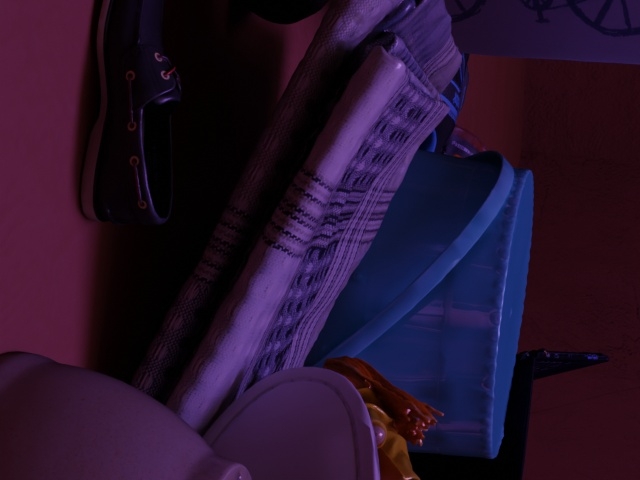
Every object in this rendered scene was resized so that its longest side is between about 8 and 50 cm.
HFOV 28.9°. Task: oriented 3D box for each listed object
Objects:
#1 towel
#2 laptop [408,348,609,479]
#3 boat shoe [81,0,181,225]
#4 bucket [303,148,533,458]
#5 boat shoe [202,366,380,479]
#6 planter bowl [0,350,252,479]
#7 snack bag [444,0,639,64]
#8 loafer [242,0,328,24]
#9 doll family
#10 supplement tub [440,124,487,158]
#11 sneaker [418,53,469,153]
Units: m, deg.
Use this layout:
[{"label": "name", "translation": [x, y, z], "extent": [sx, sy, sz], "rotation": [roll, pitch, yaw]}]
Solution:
[{"label": "towel", "translation": [0.000, 0.000, 0.753], "extent": [0.324, 0.056, 0.312], "rotation": [-63, 168, 4]}, {"label": "laptop", "translation": [0.136, 0.196, 1.198], "extent": [0.264, 0.234, 0.136], "rotation": [9, 66, -54]}, {"label": "boat shoe", "translation": [-0.086, -0.073, 0.599], "extent": [0.049, 0.042, 0.133], "rotation": [3, 92, -75]}, {"label": "bucket", "translation": [0.071, 0.047, 1.029], "extent": [0.281, 0.183, 0.281], "rotation": [7, 90, -77]}, {"label": "boat shoe", "translation": [-0.027, 0.220, 0.598], "extent": [0.099, 0.116, 0.319], "rotation": [58, 36, -56]}, {"label": "planter bowl", "translation": [-0.091, 0.135, 0.525], "extent": [0.162, 0.109, 0.162], "rotation": [7, 90, -78]}, {"label": "snack bag", "translation": [0.152, -0.283, 0.878], "extent": [0.037, 0.323, 0.342], "rotation": [-41, 128, -38]}, {"label": "loafer", "translation": [0.015, -0.239, 0.796], "extent": [0.220, 0.080, 0.078], "rotation": [-58, 174, 5]}, {"label": "doll family", "translation": [0.011, 0.169, 0.776], "extent": [0.163, 0.118, 0.263], "rotation": [63, -34, 29]}, {"label": "supplement tub", "translation": [0.101, -0.022, 1.285], "extent": [0.106, 0.106, 0.198], "rotation": [76, 31, -57]}, {"label": "sneaker", "translation": [0.087, -0.183, 1.118], "extent": [0.341, 0.125, 0.140], "rotation": [81, 21, -49]}]
